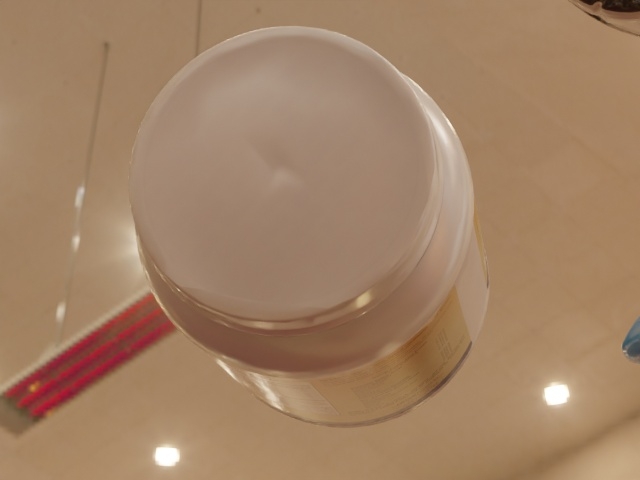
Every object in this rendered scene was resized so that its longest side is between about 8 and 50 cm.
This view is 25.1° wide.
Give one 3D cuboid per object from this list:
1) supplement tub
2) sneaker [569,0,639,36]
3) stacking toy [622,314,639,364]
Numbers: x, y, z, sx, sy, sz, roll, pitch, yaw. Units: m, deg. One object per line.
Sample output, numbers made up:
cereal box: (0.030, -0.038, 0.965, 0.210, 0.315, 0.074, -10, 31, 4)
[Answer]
supplement tub: (0.000, 0.000, 1.022, 0.228, 0.228, 0.316, -9, -18, 7)
sneaker: (0.053, -0.080, 0.338, 0.040, 0.109, 0.044, -46, -34, 14)
stacking toy: (0.281, 0.123, 0.623, 0.175, 0.301, 0.166, -16, -14, -32)
